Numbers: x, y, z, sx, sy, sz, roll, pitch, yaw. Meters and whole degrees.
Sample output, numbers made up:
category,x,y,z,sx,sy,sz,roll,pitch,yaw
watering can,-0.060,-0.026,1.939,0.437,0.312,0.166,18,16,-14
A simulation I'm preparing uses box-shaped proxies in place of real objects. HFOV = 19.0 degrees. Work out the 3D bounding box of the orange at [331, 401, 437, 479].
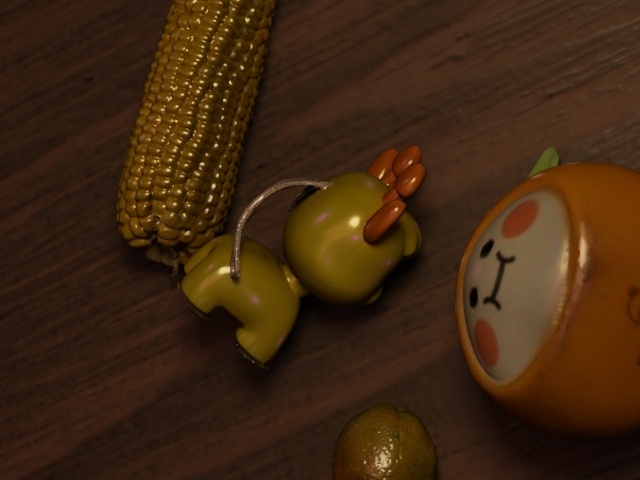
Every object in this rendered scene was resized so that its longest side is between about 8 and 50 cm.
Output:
category,x,y,z,sx,sy,sz,roll,pitch,yaw
orange,0.052,0.178,1.540,0.085,0.085,0.095,1,73,19

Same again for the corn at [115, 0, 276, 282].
category,x,y,z,sx,sy,sz,roll,pitch,yaw
corn,-0.104,-0.118,1.623,0.101,0.101,0.310,14,89,20

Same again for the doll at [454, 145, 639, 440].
category,x,y,z,sx,sy,sz,roll,pitch,yaw
doll,0.192,0.040,1.470,0.213,0.213,0.236,-64,27,2

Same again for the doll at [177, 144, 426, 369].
category,x,y,z,sx,sy,sz,roll,pitch,yaw
doll,0.000,0.000,1.563,0.221,0.143,0.135,-39,105,16

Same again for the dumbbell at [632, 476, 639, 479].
category,x,y,z,sx,sy,sz,roll,pitch,yaw
dumbbell,0.359,0.220,1.315,0.406,0.179,0.179,-22,74,43
